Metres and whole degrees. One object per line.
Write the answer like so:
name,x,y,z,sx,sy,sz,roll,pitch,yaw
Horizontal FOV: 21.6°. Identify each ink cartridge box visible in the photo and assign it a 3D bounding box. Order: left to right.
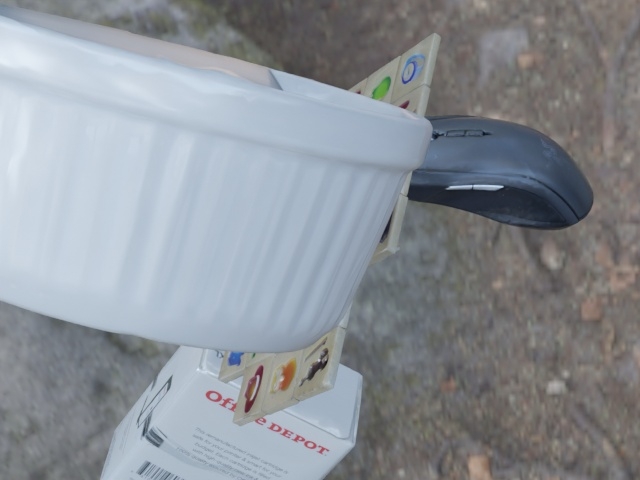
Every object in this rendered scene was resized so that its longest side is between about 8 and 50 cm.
ink cartridge box,-0.077,0.166,1.424,0.148,0.203,0.086,28,40,-15

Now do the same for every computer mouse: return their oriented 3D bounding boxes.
computer mouse,0.097,-0.052,1.392,0.262,0.060,0.184,16,42,7

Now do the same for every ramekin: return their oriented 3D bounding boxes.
ramekin,-0.088,-0.034,0.842,0.273,0.273,0.127,16,97,20

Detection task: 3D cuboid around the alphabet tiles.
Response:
alphabet tiles,0.000,0.000,1.089,0.009,0.198,0.237,25,62,-24
